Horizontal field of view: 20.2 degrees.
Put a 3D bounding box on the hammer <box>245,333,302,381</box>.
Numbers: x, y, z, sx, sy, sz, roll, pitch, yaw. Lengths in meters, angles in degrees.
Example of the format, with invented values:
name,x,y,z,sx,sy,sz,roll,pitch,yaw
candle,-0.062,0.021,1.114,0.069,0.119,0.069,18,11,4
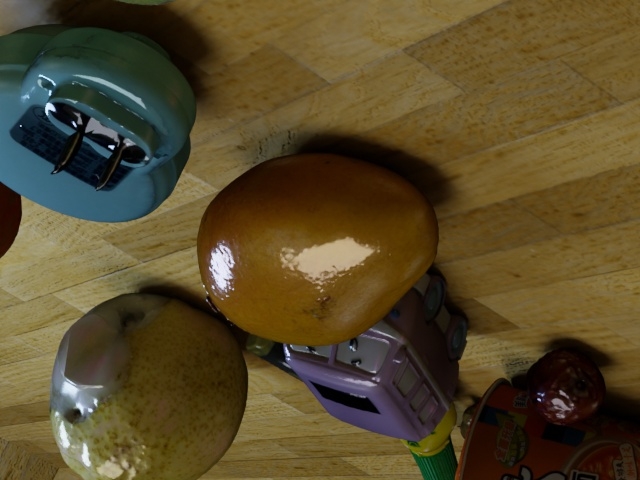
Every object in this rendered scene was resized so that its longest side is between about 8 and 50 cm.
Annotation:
name,x,y,z,sx,sy,sz,roll,pitch,yaw
hammer,0.010,0.168,2.212,0.226,0.041,0.159,30,159,-17

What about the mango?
name,x,y,z,sx,sy,sz,roll,pitch,yaw
mango,0.000,0.000,1.614,0.187,0.138,0.257,48,144,-2

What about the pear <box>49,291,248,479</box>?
name,x,y,z,sx,sy,sz,roll,pitch,yaw
pear,-0.220,0.199,2.266,0.271,0.271,0.271,22,161,8

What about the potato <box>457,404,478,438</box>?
name,x,y,z,sx,sy,sz,roll,pitch,yaw
potato,0.189,0.220,2.117,0.046,0.045,0.092,61,170,20

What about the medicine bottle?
name,x,y,z,sx,sy,sz,roll,pitch,yaw
medicine bottle,0.120,0.219,2.116,0.095,0.064,0.260,6,147,20

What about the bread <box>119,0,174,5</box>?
name,x,y,z,sx,sy,sz,roll,pitch,yaw
bread,-0.191,-0.244,1.356,0.228,0.033,0.228,24,161,9

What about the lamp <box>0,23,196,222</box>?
name,x,y,z,sx,sy,sz,roll,pitch,yaw
lamp,-0.206,-0.107,1.566,0.209,0.147,0.284,29,170,-18

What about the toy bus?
name,x,y,z,sx,sy,sz,roll,pitch,yaw
toy bus,0.055,0.102,1.812,0.142,0.142,0.202,16,159,27

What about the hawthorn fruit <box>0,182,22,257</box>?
name,x,y,z,sx,sy,sz,roll,pitch,yaw
hawthorn fruit,-0.468,-0.038,1.906,0.284,0.284,0.284,22,161,8

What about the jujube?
name,x,y,z,sx,sy,sz,roll,pitch,yaw
jujube,0.245,0.148,1.817,0.077,0.077,0.129,25,173,2

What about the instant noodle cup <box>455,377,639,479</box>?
name,x,y,z,sx,sy,sz,roll,pitch,yaw
instant noodle cup,0.263,0.286,1.919,0.192,0.250,0.250,9,157,20
